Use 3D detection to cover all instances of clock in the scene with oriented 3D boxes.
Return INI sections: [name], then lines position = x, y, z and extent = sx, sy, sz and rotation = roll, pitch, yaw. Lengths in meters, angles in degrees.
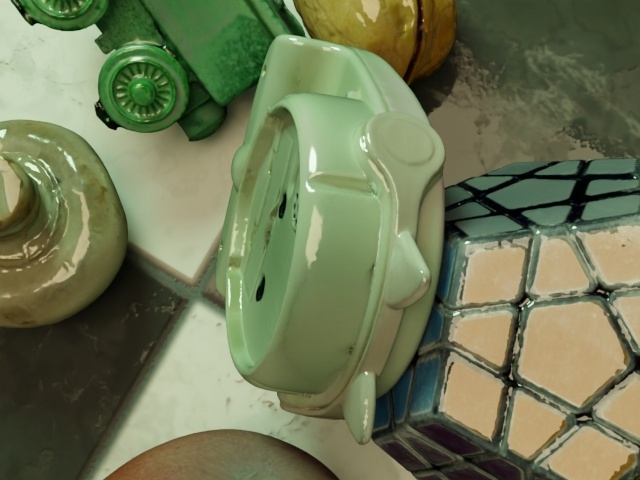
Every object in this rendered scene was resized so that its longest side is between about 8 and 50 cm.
[clock]
position = 0.000, 0.000, 0.673
extent = 0.108, 0.324, 0.265
rotation = 9, 114, -18

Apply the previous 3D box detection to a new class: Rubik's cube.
[Rubik's cube]
position = 0.185, 0.084, 0.680
extent = 0.264, 0.319, 0.319
rotation = 11, 84, -15

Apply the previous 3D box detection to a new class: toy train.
[toy train]
position = -0.151, -0.225, 0.802
extent = 0.202, 0.145, 0.266
rotation = -31, 111, 11

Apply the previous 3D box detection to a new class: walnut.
[walnut]
position = 0.053, -0.223, 0.808
extent = 0.144, 0.144, 0.180
rotation = -25, 70, 5

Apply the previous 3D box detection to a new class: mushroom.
[mushroom]
position = -0.289, -0.009, 0.812
extent = 0.206, 0.209, 0.206
rotation = 1, 109, 4

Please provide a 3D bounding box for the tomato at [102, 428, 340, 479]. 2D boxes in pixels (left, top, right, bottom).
[tomato]
position = -0.077, 0.303, 0.669
extent = 0.321, 0.321, 0.321
rotation = -1, 83, 9
